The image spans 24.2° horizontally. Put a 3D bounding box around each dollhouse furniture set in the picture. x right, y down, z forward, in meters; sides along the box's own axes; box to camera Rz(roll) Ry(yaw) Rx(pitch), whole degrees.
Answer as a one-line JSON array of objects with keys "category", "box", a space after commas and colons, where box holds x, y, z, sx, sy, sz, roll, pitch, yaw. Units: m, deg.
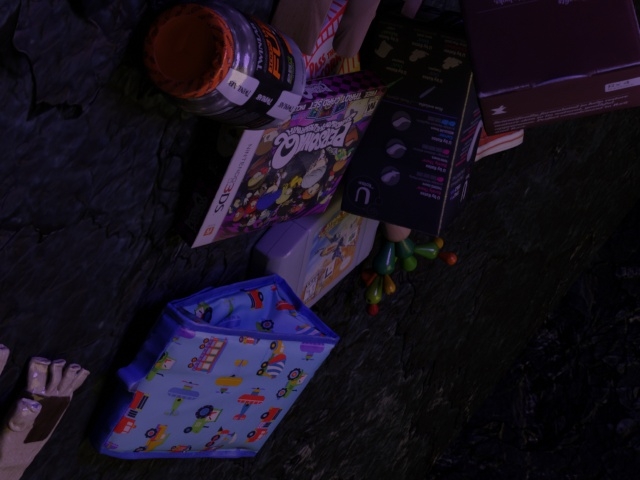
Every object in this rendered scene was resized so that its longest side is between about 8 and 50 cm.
[{"category": "dollhouse furniture set", "box": [0.045, -0.284, 1.733, 0.123, 0.144, 0.151, -67, 174, 33]}]

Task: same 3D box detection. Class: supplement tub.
[{"category": "supplement tub", "box": [-0.099, -0.180, 1.534, 0.117, 0.117, 0.190, -62, 161, 7]}]

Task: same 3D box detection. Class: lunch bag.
[{"category": "lunch bag", "box": [-0.152, 0.172, 1.890, 0.293, 0.138, 0.221, -2, 131, -56]}]

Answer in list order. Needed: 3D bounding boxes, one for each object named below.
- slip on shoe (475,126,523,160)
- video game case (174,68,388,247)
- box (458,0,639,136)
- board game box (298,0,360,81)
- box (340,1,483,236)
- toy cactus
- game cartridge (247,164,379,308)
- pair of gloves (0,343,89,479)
[{"category": "slip on shoe", "box": [0.214, -0.174, 2.337, 0.331, 0.123, 0.101, -22, 107, -52]}, {"category": "video game case", "box": [-0.046, -0.099, 1.777, 0.232, 0.042, 0.210, -16, 144, -45]}, {"category": "box", "box": [0.246, -0.332, 1.739, 0.143, 0.191, 0.381, 60, 21, -69]}, {"category": "board game box", "box": [-0.013, -0.201, 1.815, 0.147, 0.045, 0.193, -52, 159, -20]}, {"category": "box", "box": [0.135, -0.164, 1.978, 0.165, 0.143, 0.270, -37, 140, -67]}, {"category": "toy cactus", "box": [0.133, 0.007, 2.406, 0.219, 0.112, 0.180, -44, 147, -15]}, {"category": "game cartridge", "box": [0.000, 0.000, 2.125, 0.297, 0.062, 0.198, -41, 157, -42]}, {"category": "pair of gloves", "box": [-0.351, 0.209, 1.592, 0.204, 0.042, 0.240, -60, 160, 2]}]
